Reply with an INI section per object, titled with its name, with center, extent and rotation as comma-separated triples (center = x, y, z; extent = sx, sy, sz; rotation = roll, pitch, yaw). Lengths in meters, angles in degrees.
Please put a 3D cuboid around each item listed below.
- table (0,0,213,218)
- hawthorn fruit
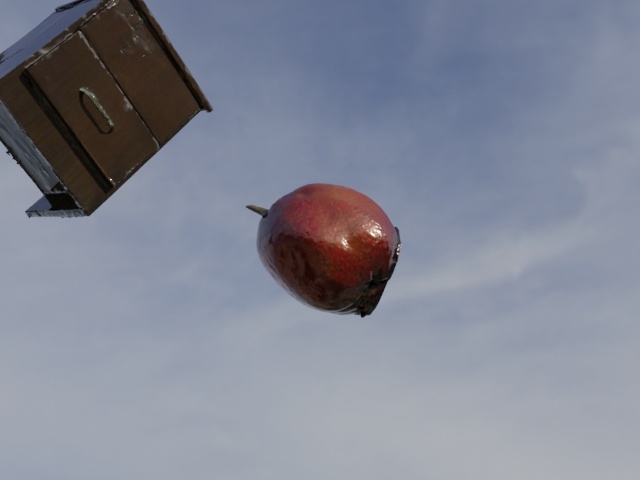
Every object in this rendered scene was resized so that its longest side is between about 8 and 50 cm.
[table]
center = -0.265, -0.148, 1.096
extent = 0.172, 0.193, 0.169
rotation = 1, -49, 50
[hawthorn fruit]
center = 0.000, 0.000, 1.490
extent = 0.251, 0.189, 0.189
rotation = 36, -30, 12
